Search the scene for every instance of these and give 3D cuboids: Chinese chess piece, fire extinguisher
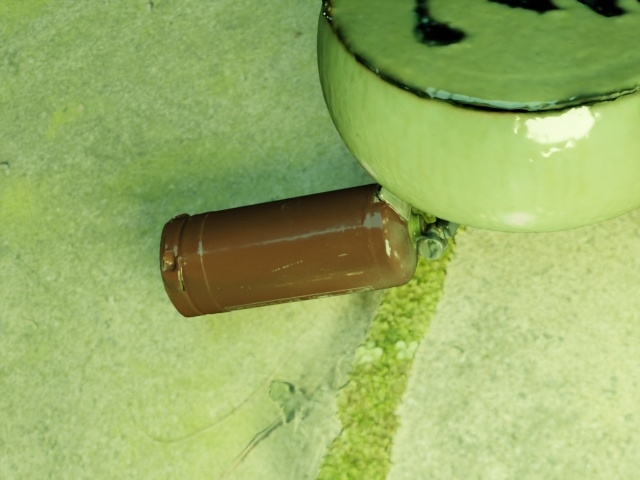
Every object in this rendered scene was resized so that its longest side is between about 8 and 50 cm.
[{"bbox_3d":[0.170,-0.169,0.919,0.350,0.146,0.349,-5,48,5],"label":"Chinese chess piece"},{"bbox_3d":[0.000,0.000,0.975,0.269,0.105,0.104,-10,60,17],"label":"fire extinguisher"}]
